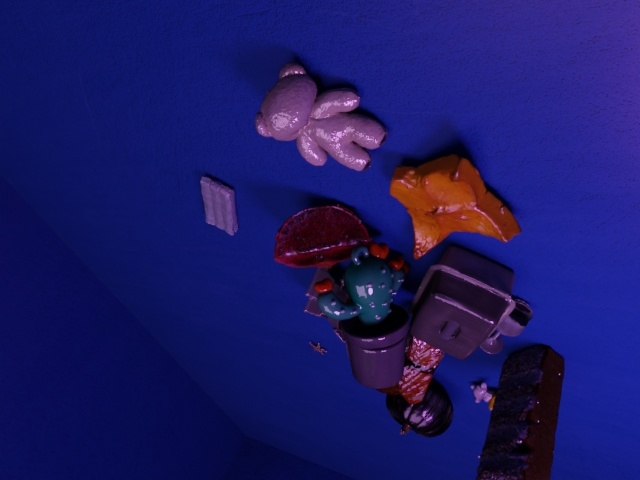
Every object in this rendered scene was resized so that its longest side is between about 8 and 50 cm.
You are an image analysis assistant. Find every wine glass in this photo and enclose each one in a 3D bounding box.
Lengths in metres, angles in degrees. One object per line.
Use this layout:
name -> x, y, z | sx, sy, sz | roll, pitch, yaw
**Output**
wine glass -> 0.492, 0.232, 1.343 | 0.079, 0.079, 0.196 | 26, 147, 10

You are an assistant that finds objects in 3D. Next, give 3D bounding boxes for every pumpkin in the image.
pumpkin -> 0.348, 0.607, 1.813 | 0.249, 0.216, 0.250 | 35, 161, 14
pumpkin -> 0.269, -0.074, 1.131 | 0.258, 0.095, 0.290 | 45, 148, -24

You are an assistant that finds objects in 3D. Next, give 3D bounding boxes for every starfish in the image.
starfish -> -0.015, 0.445, 2.074 | 0.092, 0.016, 0.086 | 40, 144, -20

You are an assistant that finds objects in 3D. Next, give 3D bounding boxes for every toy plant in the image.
toy plant -> 0.132, 0.197, 1.347 | 0.279, 0.185, 0.401 | -9, 114, -6

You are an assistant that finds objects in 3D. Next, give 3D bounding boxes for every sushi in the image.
sushi -> 0.302, 0.351, 1.534 | 0.124, 0.130, 0.332 | 15, 122, 2

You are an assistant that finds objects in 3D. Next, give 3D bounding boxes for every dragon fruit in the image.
dragon fruit -> 0.000, 0.000, 1.403 | 0.261, 0.134, 0.211 | -10, 154, -2

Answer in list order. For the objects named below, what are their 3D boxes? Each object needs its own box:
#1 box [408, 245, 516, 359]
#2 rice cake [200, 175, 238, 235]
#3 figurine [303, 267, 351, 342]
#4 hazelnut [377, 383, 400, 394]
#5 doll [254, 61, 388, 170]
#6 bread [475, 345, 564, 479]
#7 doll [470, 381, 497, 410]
box -> 0.356, 0.167, 1.294 | 0.220, 0.166, 0.291 | 24, 146, 11
rice cake -> -0.324, -0.113, 1.609 | 0.124, 0.038, 0.211 | 27, 145, 9
figurine -> 0.102, 0.210, 1.553 | 0.284, 0.167, 0.343 | 21, 150, 21
hazelnut -> 0.258, 0.437, 1.720 | 0.204, 0.178, 0.178 | -32, 115, 20
doll -> 0.006, -0.257, 1.116 | 0.278, 0.175, 0.149 | 28, -176, -8
bread -> 0.529, 0.470, 1.315 | 0.113, 0.417, 0.165 | 38, 141, -7
doll -> 0.550, 0.522, 1.674 | 0.113, 0.071, 0.135 | 40, 151, 4
